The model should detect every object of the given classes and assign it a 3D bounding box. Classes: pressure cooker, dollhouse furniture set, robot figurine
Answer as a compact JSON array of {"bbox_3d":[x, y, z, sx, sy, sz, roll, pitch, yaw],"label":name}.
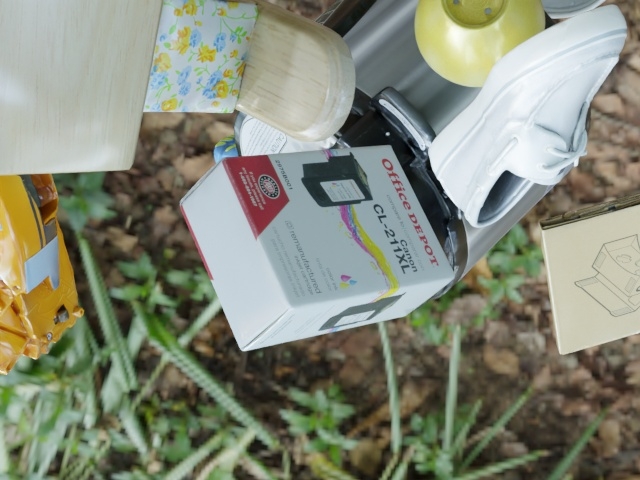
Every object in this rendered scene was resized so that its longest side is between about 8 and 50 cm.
[{"bbox_3d":[0.097,-0.117,1.607,0.375,0.420,0.370,25,149,42],"label":"pressure cooker"},{"bbox_3d":[-0.051,-0.126,0.350,0.212,0.161,0.242,-6,117,-43],"label":"dollhouse furniture set"},{"bbox_3d":[-0.236,-0.067,0.688,0.211,0.085,0.291,9,129,27],"label":"robot figurine"}]

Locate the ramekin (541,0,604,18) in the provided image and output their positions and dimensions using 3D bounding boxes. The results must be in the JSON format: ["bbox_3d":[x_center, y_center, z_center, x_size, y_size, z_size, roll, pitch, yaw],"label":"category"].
[{"bbox_3d":[0.346,-0.425,1.778,0.207,0.109,0.207,5,106,20],"label":"ramekin"}]

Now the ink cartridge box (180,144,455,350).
[{"bbox_3d":[0.000,0.000,0.948,0.175,0.127,0.072,-9,156,-42],"label":"ink cartridge box"}]

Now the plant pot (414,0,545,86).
[{"bbox_3d":[0.156,-0.229,1.244,0.134,0.134,0.095,-3,173,10],"label":"plant pot"}]

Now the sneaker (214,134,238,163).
[{"bbox_3d":[-0.083,-0.125,1.814,0.067,0.188,0.078,22,122,36],"label":"sneaker"}]

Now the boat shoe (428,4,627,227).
[{"bbox_3d":[0.114,-0.059,0.671,0.066,0.063,0.184,-17,165,-30],"label":"boat shoe"}]

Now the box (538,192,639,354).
[{"bbox_3d":[0.336,0.034,1.397,0.164,0.021,0.201,-16,131,2],"label":"box"}]
